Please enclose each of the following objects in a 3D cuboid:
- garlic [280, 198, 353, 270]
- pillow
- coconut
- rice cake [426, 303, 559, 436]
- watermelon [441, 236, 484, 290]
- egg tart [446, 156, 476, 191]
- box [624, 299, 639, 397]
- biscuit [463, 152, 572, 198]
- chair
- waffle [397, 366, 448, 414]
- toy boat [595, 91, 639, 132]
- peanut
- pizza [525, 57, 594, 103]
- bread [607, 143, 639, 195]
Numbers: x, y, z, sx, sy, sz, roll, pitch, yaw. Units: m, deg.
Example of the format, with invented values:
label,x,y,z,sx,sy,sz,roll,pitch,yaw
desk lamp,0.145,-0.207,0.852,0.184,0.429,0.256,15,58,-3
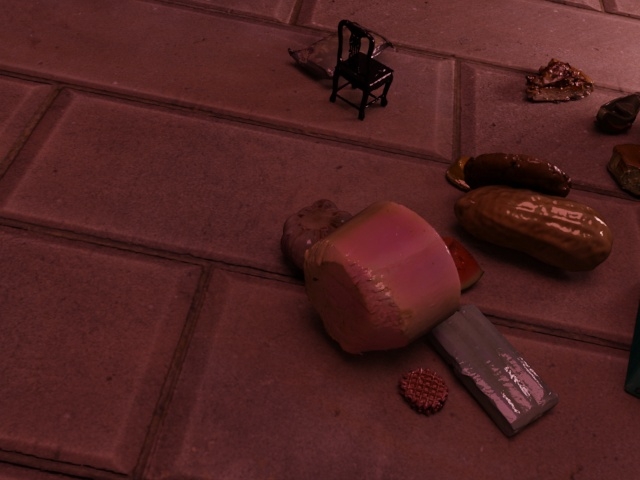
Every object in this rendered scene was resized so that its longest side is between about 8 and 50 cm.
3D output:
label,x,y,z,sx,sy,sz,roll,pitch,yaw
garlic,0.000,0.000,1.480,0.147,0.102,0.159,-13,36,-6
pillow,0.051,-0.464,2.000,0.169,0.059,0.255,36,50,24
coconut,0.113,0.059,1.355,0.245,0.233,0.233,-29,56,-34
rice cake,0.282,0.212,1.360,0.127,0.043,0.237,-21,51,-28
watermelon,0.242,0.033,1.501,0.135,0.094,0.125,12,35,-6
egg tart,0.321,-0.149,1.744,0.105,0.039,0.105,5,42,-5
box,0.642,0.118,1.416,0.118,0.205,0.311,23,44,9
biscuit,0.388,-0.117,1.614,0.225,0.226,0.042,14,77,3
chair,0.098,-0.397,1.817,0.106,0.229,0.113,35,51,22
waffle,0.168,0.241,1.317,0.075,0.029,0.083,-21,50,-30
toy boat,0.722,-0.308,1.968,0.185,0.071,0.089,-25,54,-33
peanut,0.409,-0.029,1.570,0.305,0.147,0.147,16,44,4
pizza,0.583,-0.405,2.039,0.193,0.069,0.154,-24,55,-33
bread,0.719,-0.157,1.814,0.127,0.069,0.140,-1,44,-12
